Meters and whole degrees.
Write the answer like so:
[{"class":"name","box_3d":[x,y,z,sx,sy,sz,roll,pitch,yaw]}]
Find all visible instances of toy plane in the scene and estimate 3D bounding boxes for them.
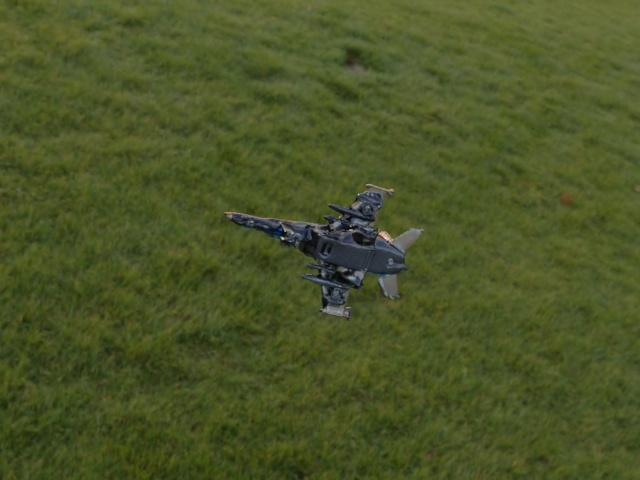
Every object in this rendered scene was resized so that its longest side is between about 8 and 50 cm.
[{"class":"toy plane","box_3d":[0.004,0.004,0.745,0.188,0.135,0.062,13,14,-31]}]
